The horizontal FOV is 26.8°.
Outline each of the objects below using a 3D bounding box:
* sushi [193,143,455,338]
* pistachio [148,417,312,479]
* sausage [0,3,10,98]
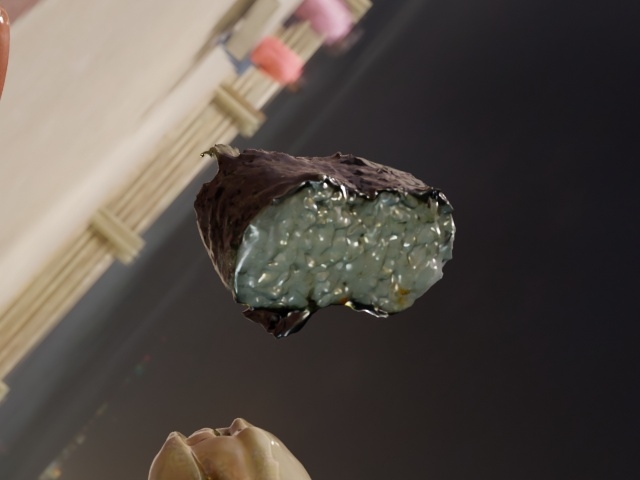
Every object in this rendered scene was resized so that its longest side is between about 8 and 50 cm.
[{"bbox_3d":[0.000,0.000,1.104,0.115,0.213,0.147,33,-60,52],"label":"sushi"},{"bbox_3d":[-0.097,0.421,1.533,0.282,0.445,0.365,-7,158,-2],"label":"pistachio"},{"bbox_3d":[-0.437,-0.214,1.717,0.077,0.077,0.194,-54,164,-59],"label":"sausage"}]
